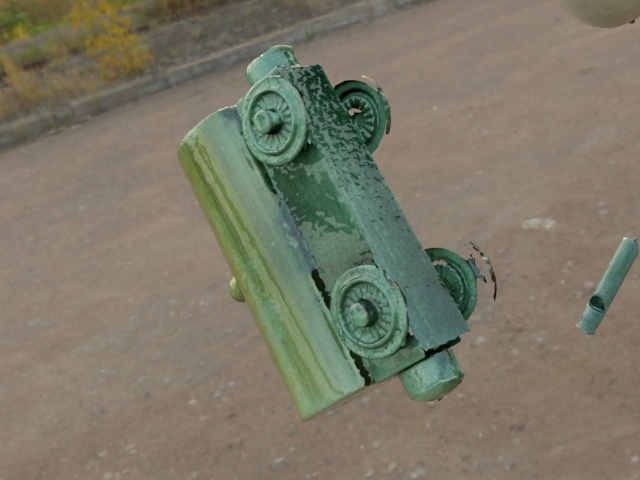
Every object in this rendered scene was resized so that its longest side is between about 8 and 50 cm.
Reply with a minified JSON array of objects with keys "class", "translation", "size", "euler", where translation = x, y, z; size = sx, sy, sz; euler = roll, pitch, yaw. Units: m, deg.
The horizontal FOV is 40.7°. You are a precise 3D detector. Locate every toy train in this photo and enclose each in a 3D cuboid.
[{"class":"toy train","translation":[0.004,0.000,0.694],"size":[0.126,0.307,0.189],"euler":[-15,-18,-42]}]

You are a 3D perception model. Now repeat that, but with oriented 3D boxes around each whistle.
[{"class":"whistle","translation":[0.501,0.077,1.495],"size":[0.039,0.186,0.039],"euler":[19,21,-8]}]

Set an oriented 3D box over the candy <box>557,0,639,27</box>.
[{"class":"candy","translation":[0.453,-0.593,1.478],"size":[0.186,0.386,0.427],"euler":[-7,50,-12]}]
